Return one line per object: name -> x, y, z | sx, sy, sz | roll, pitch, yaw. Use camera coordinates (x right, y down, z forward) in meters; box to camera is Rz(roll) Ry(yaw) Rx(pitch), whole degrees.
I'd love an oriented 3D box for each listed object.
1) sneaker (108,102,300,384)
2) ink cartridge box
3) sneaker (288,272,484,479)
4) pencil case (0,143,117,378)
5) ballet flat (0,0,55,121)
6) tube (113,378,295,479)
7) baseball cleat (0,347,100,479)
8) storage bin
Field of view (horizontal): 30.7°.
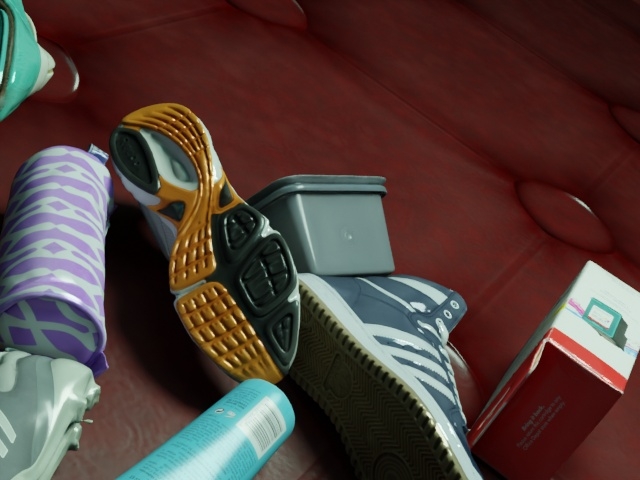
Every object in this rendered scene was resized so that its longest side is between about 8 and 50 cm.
sneaker -> -0.082, 0.012, 0.950 | 0.099, 0.121, 0.262 | -24, 61, -5
ink cartridge box -> 0.204, 0.124, 1.004 | 0.078, 0.134, 0.231 | 36, 31, 8
sneaker -> 0.081, 0.122, 0.933 | 0.153, 0.099, 0.282 | -1, 39, -40
pencil case -> -0.196, 0.014, 0.872 | 0.088, 0.086, 0.206 | 44, 23, -30
ballet flat -> -0.293, -0.186, 1.091 | 0.087, 0.083, 0.247 | 22, 29, -42
tube -> -0.089, 0.162, 0.776 | 0.080, 0.052, 0.207 | 37, 35, 11
baseball cleat -> -0.210, 0.134, 0.703 | 0.109, 0.072, 0.206 | 17, 25, 3
storage bin -> 0.000, 0.000, 1.068 | 0.135, 0.098, 0.091 | 0, 69, -43
